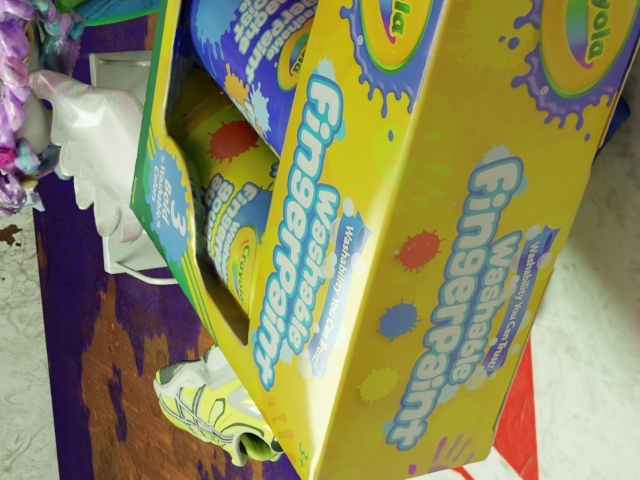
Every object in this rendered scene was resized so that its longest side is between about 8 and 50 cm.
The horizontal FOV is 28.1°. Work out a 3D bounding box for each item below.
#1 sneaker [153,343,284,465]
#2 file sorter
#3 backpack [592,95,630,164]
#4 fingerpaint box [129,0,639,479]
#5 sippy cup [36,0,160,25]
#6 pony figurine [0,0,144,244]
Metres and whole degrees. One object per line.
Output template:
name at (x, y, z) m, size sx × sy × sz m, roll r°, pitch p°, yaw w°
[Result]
sneaker at (-0.116, 0.217, 1.627) m, size 0.385 × 0.145 × 0.147 m, roll 143°, pitch 118°, yaw -66°
file sorter at (-0.158, -0.094, 1.576) m, size 0.173 × 0.193 × 0.277 m, roll 19°, pitch 114°, yaw 61°
backpack at (0.156, -0.108, 0.934) m, size 0.098 × 0.101 × 0.120 m, roll -55°, pitch 50°, yaw 41°
fingerpaint box at (0.019, -0.112, 0.910) m, size 0.371 × 0.163 × 0.445 m, roll 52°, pitch 138°, yaw 44°
sippy cup at (-0.243, -0.409, 1.580) m, size 0.240 × 0.305 × 0.224 m, roll 167°, pitch 85°, yaw -78°
pony figurine at (-0.349, -0.141, 1.465) m, size 0.363 × 0.303 × 0.351 m, roll 155°, pitch 104°, yaw -77°
